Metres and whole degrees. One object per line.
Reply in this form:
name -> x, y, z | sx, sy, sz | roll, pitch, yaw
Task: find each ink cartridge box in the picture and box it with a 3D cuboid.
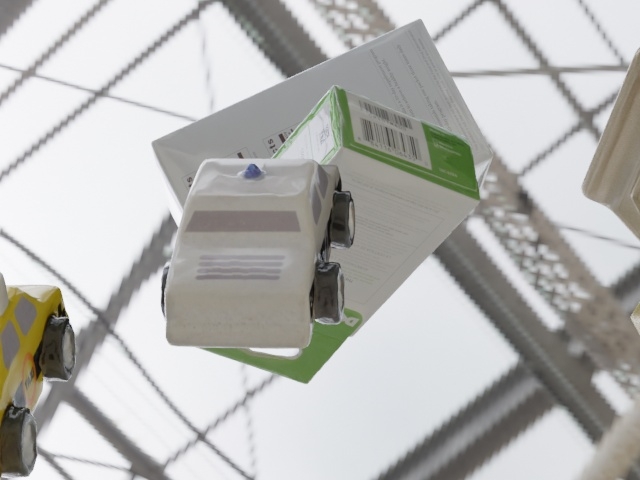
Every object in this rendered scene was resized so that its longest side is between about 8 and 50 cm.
ink cartridge box -> 0.000, 0.000, 1.317 | 0.109, 0.209, 0.062 | 20, -139, -27

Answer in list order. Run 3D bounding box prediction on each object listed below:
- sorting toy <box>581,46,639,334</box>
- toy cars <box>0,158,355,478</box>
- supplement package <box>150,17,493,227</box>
sorting toy -> 0.290, 0.006, 1.437 | 0.041, 0.307, 0.229 | -36, -110, -23
toy cars -> -0.112, 0.021, 1.070 | 0.394, 0.176, 0.087 | -25, -56, -37
supplement package -> -0.001, -0.057, 1.633 | 0.244, 0.139, 0.134 | -25, -103, -8
